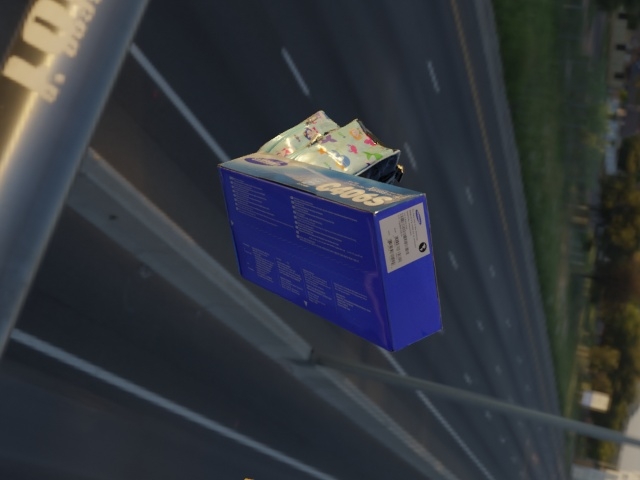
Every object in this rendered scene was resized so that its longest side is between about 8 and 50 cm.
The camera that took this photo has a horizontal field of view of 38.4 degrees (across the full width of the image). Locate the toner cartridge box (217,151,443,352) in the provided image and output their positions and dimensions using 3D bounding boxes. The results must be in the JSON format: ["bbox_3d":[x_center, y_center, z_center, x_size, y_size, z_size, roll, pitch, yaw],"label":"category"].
[{"bbox_3d":[0.000,0.000,1.108,0.075,0.348,0.165,-20,113,-29],"label":"toner cartridge box"}]

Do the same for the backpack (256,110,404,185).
[{"bbox_3d":[-0.016,-0.064,1.431,0.253,0.191,0.225,-44,164,-41],"label":"backpack"}]

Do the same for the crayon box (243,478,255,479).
[{"bbox_3d":[-0.006,0.409,1.240,0.318,0.202,0.081,88,13,-57],"label":"crayon box"}]
